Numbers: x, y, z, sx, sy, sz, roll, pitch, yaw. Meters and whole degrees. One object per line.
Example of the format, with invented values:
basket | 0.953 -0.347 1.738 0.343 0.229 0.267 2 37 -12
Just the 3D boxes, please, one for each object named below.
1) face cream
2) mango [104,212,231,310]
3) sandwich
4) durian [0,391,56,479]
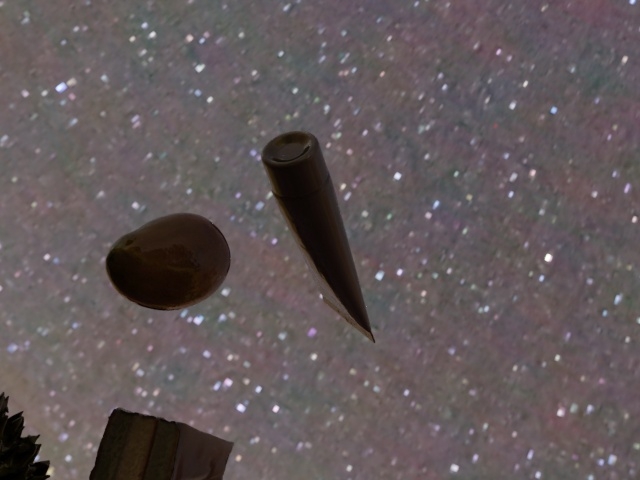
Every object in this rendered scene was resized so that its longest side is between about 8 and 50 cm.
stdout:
face cream | 0.000 0.000 1.645 0.137 0.084 0.341 36 -26 46
mango | -0.174 0.029 1.318 0.089 0.163 0.111 -6 -72 46
sandwich | -0.262 0.413 1.881 0.155 0.227 0.198 8 -16 29
durian | -0.359 0.276 1.071 0.198 0.394 0.163 -21 -37 23
